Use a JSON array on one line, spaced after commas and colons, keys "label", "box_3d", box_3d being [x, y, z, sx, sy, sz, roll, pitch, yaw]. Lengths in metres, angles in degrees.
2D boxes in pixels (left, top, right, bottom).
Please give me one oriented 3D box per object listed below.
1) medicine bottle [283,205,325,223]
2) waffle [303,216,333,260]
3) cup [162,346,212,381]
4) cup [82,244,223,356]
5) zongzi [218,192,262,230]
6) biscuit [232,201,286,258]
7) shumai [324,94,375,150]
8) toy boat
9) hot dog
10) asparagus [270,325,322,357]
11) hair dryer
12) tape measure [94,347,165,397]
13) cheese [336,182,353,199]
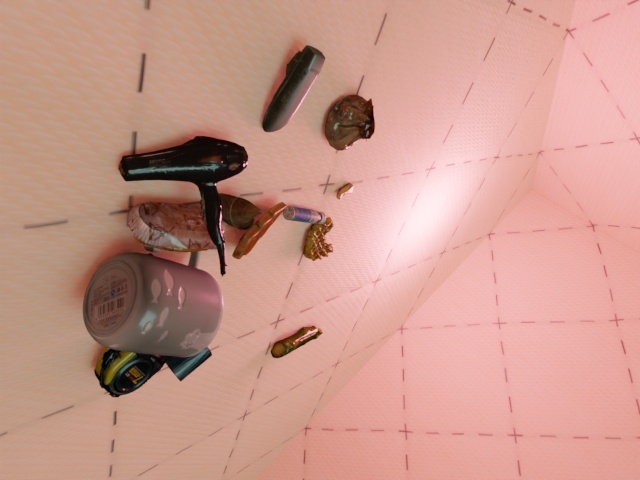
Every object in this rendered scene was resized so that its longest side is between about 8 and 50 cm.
[{"label": "medicine bottle", "box_3d": [-0.054, -0.089, 1.588, 0.191, 0.051, 0.051, 3, 122, -53]}, {"label": "waffle", "box_3d": [-0.002, -0.001, 1.756, 0.148, 0.051, 0.194, -23, 137, -37]}, {"label": "cup", "box_3d": [-0.465, 0.392, 1.546, 0.138, 0.113, 0.150, -38, 150, -21]}, {"label": "cup", "box_3d": [-0.433, 0.123, 1.187, 0.274, 0.259, 0.357, 30, 69, -59]}, {"label": "zongzi", "box_3d": [-0.201, -0.066, 1.306, 0.189, 0.177, 0.082, 38, 67, -60]}, {"label": "biscuit", "box_3d": [-0.197, -0.037, 1.416, 0.239, 0.041, 0.212, -50, 178, -14]}, {"label": "shumai", "box_3d": [0.116, -0.365, 1.426, 0.201, 0.120, 0.201, -33, 145, -28]}, {"label": "toy boat", "box_3d": [-0.083, -0.395, 1.187, 0.078, 0.085, 0.261, -3, 138, -50]}, {"label": "hot dog", "box_3d": [-0.363, -0.033, 1.157, 0.075, 0.145, 0.267, -38, 150, 31]}, {"label": "asparagus", "box_3d": [-0.096, 0.474, 2.150, 0.342, 0.082, 0.085, -16, 133, -44]}, {"label": "hair dryer", "box_3d": [-0.302, -0.071, 1.100, 0.303, 0.120, 0.360, -17, 102, -35]}, {"label": "tape measure", "box_3d": [-0.594, 0.376, 1.367, 0.186, 0.112, 0.199, -43, 145, -23]}, {"label": "cheese", "box_3d": [0.091, -0.184, 1.687, 0.083, 0.030, 0.044, -38, 143, -28]}]
